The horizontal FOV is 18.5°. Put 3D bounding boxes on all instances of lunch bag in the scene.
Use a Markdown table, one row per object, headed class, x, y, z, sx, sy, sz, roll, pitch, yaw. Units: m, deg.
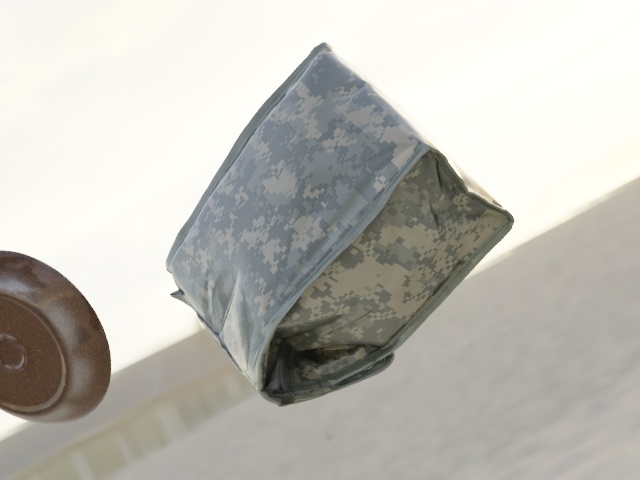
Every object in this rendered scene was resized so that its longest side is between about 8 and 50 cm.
| class | x | y | z | sx | sy | sz | roll | pitch | yaw |
| --- | --- | --- | --- | --- | --- | --- | --- | --- | --- |
| lunch bag | 0.000 | 0.000 | 1.856 | 0.287 | 0.235 | 0.169 | -48 | -50 | 5 |

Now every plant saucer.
| class | x | y | z | sx | sy | sz | roll | pitch | yaw |
| --- | --- | --- | --- | --- | --- | --- | --- | --- | --- |
| plant saucer | -0.302 | 0.105 | 1.968 | 0.198 | 0.198 | 0.036 | -32 | 7 | 36 |
